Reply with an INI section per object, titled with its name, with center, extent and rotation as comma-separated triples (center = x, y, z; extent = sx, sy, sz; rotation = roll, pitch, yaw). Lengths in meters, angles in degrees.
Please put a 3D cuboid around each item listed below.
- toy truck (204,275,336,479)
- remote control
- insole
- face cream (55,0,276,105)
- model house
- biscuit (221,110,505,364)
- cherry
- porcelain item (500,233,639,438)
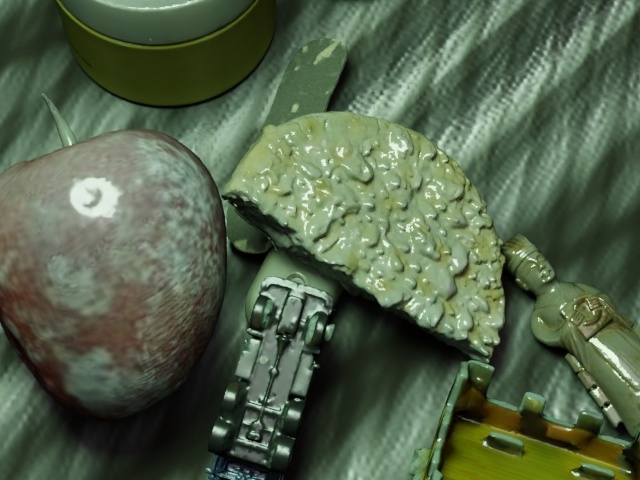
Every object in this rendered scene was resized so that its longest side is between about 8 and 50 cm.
[toy truck]
center = -0.041, 0.137, 1.176
extent = 0.074, 0.088, 0.201
rotation = 16, 82, 6
[remote control]
center = 0.000, 0.000, 1.276
extent = 0.078, 0.042, 0.221
rotation = 23, 68, 8
[insole]
center = -0.031, -0.094, 1.317
extent = 0.081, 0.011, 0.248
rotation = 4, 61, 32
[face cream]
center = -0.151, -0.263, 1.312
extent = 0.218, 0.179, 0.218
rotation = 0, 67, -1
[model house]
center = 0.156, 0.246, 1.080
extent = 0.224, 0.215, 0.198
rotation = 16, 29, 5
[biscuit]
center = 0.061, -0.019, 1.232
extent = 0.281, 0.084, 0.179
rotation = 37, 63, -11
[cherry]
center = -0.184, 0.006, 1.166
extent = 0.213, 0.236, 0.285
rotation = -16, 86, -9
[porcelain item]
center = 0.238, 0.075, 1.241
extent = 0.084, 0.054, 0.213
rotation = -35, 71, -16
